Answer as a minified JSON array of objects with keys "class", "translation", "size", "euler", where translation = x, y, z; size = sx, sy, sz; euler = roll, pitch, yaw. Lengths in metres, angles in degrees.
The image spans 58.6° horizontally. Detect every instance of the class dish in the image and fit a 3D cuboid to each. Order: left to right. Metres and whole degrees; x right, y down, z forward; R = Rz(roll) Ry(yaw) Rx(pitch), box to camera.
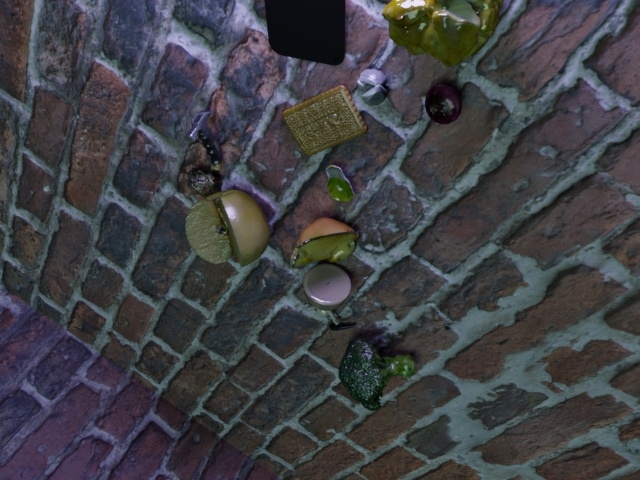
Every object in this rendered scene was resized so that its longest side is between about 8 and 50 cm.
[{"class":"dish","translation":[0.066,-0.195,1.886],"size":[0.091,0.039,0.137],"euler":[-2,123,33]}]

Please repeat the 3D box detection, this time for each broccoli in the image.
[{"class":"broccoli","translation":[0.217,0.519,2.245],"size":[0.297,0.298,0.298],"euler":[-3,128,-4]}]

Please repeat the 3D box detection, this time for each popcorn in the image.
[{"class":"popcorn","translation":[0.294,-0.550,1.377],"size":[0.276,0.225,0.277],"euler":[5,97,39]}]

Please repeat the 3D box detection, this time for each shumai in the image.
[{"class":"shumai","translation":[-0.416,-0.223,2.077],"size":[0.087,0.099,0.124],"euler":[-34,108,23]}]

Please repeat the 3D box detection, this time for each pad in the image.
[{"class":"pad","translation":[-0.067,-0.687,1.585],"size":[0.314,0.063,0.376],"euler":[16,141,14]}]

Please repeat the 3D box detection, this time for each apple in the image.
[{"class":"apple","translation":[-0.318,-0.053,2.058],"size":[0.295,0.233,0.258],"euler":[0,115,36]}]

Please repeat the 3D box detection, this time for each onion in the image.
[{"class":"onion","translation":[0.335,-0.374,1.572],"size":[0.115,0.104,0.115],"euler":[23,130,31]}]

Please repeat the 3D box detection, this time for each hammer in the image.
[{"class":"hammer","translation":[-0.381,-0.338,1.953],"size":[0.041,0.159,0.227],"euler":[11,148,20]}]

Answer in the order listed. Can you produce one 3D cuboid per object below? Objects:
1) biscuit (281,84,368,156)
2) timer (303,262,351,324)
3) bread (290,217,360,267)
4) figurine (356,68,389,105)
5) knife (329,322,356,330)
[{"class":"biscuit","translation":[0.006,-0.370,1.788],"size":[0.254,0.029,0.172],"euler":[-16,117,35]},{"class":"timer","translation":[0.016,0.226,2.184],"size":[0.175,0.175,0.266],"euler":[22,148,10]},{"class":"bread","translation":[0.002,-0.006,2.006],"size":[0.133,0.251,0.174],"euler":[61,147,35]},{"class":"figurine","translation":[0.153,-0.443,1.632],"size":[0.094,0.086,0.082],"euler":[-9,150,-17]},{"class":"knife","translation":[0.090,0.345,2.299],"size":[0.121,0.031,0.018],"euler":[-9,120,26]}]
